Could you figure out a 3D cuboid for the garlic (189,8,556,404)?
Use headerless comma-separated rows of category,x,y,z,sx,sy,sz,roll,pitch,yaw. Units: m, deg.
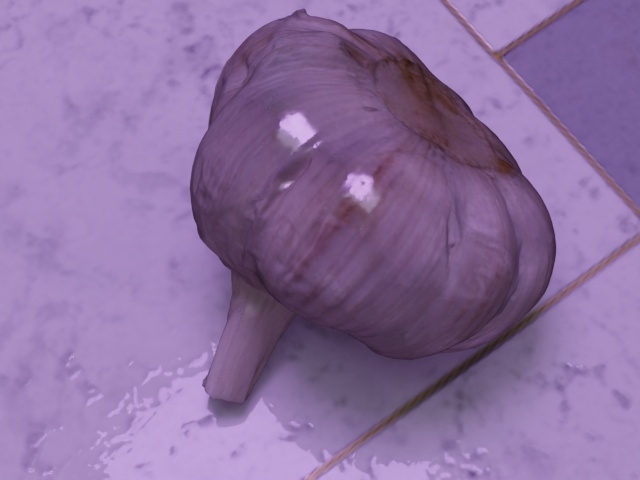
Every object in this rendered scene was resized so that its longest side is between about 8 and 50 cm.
garlic,0.000,0.000,0.889,0.218,0.218,0.212,47,112,18
